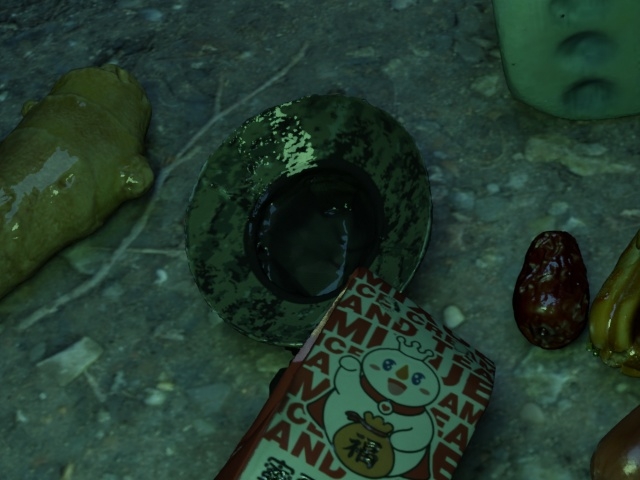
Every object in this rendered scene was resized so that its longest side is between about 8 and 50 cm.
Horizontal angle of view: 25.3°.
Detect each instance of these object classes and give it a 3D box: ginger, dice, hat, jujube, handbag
[{"bbox_3d":[-0.300,-0.052,1.522,0.190,0.126,0.354,32,64,19],"label":"ginger"},{"bbox_3d":[0.306,-0.306,1.519,0.265,0.268,0.262,-9,54,8],"label":"dice"},{"bbox_3d":[0.000,0.000,1.419,0.266,0.128,0.265,-6,63,12],"label":"hat"},{"bbox_3d":[0.222,0.045,1.375,0.077,0.077,0.129,1,45,10],"label":"jujube"},{"bbox_3d":[0.029,0.164,1.223,0.171,0.151,0.298,32,59,-3],"label":"handbag"}]

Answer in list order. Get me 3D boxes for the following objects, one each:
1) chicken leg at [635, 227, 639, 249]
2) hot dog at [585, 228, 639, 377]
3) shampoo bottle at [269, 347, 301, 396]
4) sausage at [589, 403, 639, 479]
[{"bbox_3d":[0.456,0.011,1.311,0.295,0.182,0.409,50,37,3],"label":"chicken leg"},{"bbox_3d":[0.327,0.034,1.356,0.104,0.076,0.250,47,52,-10],"label":"hot dog"},{"bbox_3d":[-0.028,0.155,1.356,0.048,0.027,0.137,3,50,9],"label":"shampoo bottle"},{"bbox_3d":[0.315,0.165,1.259,0.194,0.077,0.077,-34,53,-23],"label":"sausage"}]
